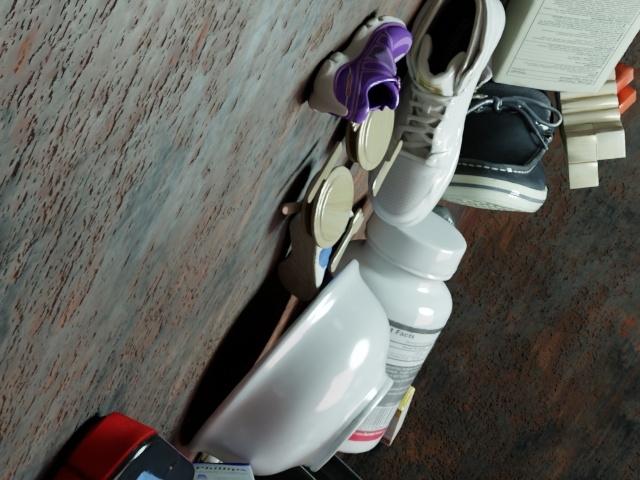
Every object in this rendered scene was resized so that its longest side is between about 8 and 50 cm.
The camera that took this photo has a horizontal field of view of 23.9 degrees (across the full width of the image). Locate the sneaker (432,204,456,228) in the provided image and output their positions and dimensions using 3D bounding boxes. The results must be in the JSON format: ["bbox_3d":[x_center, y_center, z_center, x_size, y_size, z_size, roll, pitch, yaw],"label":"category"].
[{"bbox_3d":[0.170,0.000,2.551,0.271,0.100,0.108,110,-1,-64],"label":"sneaker"}]

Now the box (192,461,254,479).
[{"bbox_3d":[-0.107,0.315,1.623,0.137,0.072,0.126,-138,-130,-81],"label":"box"}]

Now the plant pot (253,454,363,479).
[{"bbox_3d":[-0.065,0.361,2.145,0.167,0.187,0.188,-49,173,7],"label":"plant pot"}]

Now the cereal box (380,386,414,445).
[{"bbox_3d":[0.056,0.241,2.406,0.047,0.173,0.240,-58,172,-19],"label":"cereal box"}]

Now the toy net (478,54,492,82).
[{"bbox_3d":[0.267,-0.328,2.155,0.232,0.045,0.122,-57,-160,-1],"label":"toy net"}]

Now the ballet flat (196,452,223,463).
[{"bbox_3d":[-0.137,0.294,1.891,0.168,0.057,0.052,-61,161,6],"label":"ballet flat"}]

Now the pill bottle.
[{"bbox_3d":[0.067,0.110,2.015,0.318,0.176,0.176,-63,171,21],"label":"pill bottle"}]

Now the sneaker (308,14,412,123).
[{"bbox_3d":[0.048,-0.150,1.402,0.170,0.071,0.068,-50,167,-50],"label":"sneaker"}]

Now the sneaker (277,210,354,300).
[{"bbox_3d":[0.001,0.000,1.671,0.084,0.058,0.152,-44,158,-30],"label":"sneaker"}]

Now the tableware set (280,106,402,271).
[{"bbox_3d":[0.024,-0.078,1.584,0.194,0.039,0.128,-61,152,-30],"label":"tableware set"}]

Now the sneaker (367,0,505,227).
[{"bbox_3d":[0.115,-0.155,1.688,0.169,0.108,0.292,-4,115,-77],"label":"sneaker"}]

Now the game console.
[{"bbox_3d":[-0.242,0.326,1.393,0.342,0.060,0.386,-58,171,-11],"label":"game console"}]

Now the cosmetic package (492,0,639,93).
[{"bbox_3d":[0.318,-0.308,1.895,0.296,0.153,0.129,111,-16,-69],"label":"cosmetic package"}]

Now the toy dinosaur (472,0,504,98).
[{"bbox_3d":[0.181,-0.229,1.923,0.118,0.064,0.268,-13,135,-58],"label":"toy dinosaur"}]

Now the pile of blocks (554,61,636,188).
[{"bbox_3d":[0.402,-0.255,2.240,0.149,0.113,0.362,54,31,-80],"label":"pile of blocks"}]

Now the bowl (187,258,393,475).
[{"bbox_3d":[-0.010,0.173,1.761,0.298,0.134,0.298,-49,177,-3],"label":"bowl"}]

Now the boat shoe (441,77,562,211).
[{"bbox_3d":[0.252,-0.149,2.200,0.500,0.187,0.156,-50,148,-70],"label":"boat shoe"}]
